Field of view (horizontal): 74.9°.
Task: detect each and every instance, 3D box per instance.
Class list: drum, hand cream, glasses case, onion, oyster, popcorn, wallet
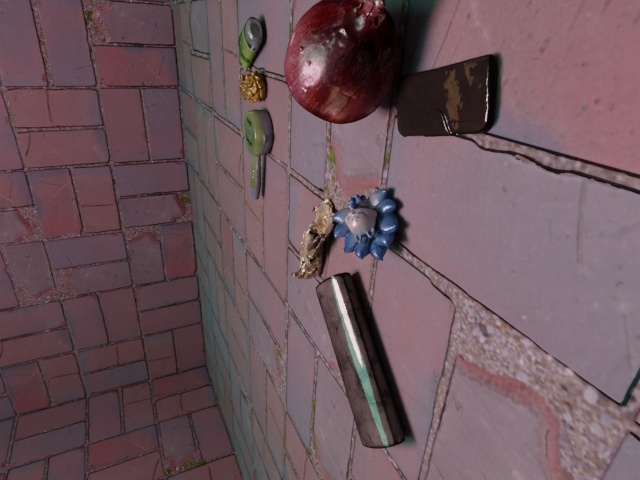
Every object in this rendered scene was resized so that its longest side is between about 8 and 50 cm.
[{"bbox_3d":[-0.164,-0.220,1.119,0.130,0.049,0.252,-142,47,-57],"label":"drum"},{"bbox_3d":[-0.184,-0.501,1.062,0.175,0.046,0.095,-174,73,-67],"label":"hand cream"},{"bbox_3d":[0.067,0.212,0.758,0.114,0.060,0.298,130,126,-60],"label":"glasses case"},{"bbox_3d":[0.038,-0.247,0.544,0.195,0.160,0.159,-32,69,64],"label":"onion"},{"bbox_3d":[-0.003,-0.001,0.867,0.200,0.061,0.105,129,145,-56],"label":"oyster"},{"bbox_3d":[-0.172,-0.391,1.064,0.082,0.057,0.083,55,143,42],"label":"popcorn"},{"bbox_3d":[0.144,-0.166,0.499,0.157,0.018,0.082,25,122,60],"label":"wallet"}]

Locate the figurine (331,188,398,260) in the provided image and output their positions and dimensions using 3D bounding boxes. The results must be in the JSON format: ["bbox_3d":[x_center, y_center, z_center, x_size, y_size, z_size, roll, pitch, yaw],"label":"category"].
[{"bbox_3d":[0.073,-0.016,0.636,0.115,0.079,0.114,-8,71,25],"label":"figurine"}]
